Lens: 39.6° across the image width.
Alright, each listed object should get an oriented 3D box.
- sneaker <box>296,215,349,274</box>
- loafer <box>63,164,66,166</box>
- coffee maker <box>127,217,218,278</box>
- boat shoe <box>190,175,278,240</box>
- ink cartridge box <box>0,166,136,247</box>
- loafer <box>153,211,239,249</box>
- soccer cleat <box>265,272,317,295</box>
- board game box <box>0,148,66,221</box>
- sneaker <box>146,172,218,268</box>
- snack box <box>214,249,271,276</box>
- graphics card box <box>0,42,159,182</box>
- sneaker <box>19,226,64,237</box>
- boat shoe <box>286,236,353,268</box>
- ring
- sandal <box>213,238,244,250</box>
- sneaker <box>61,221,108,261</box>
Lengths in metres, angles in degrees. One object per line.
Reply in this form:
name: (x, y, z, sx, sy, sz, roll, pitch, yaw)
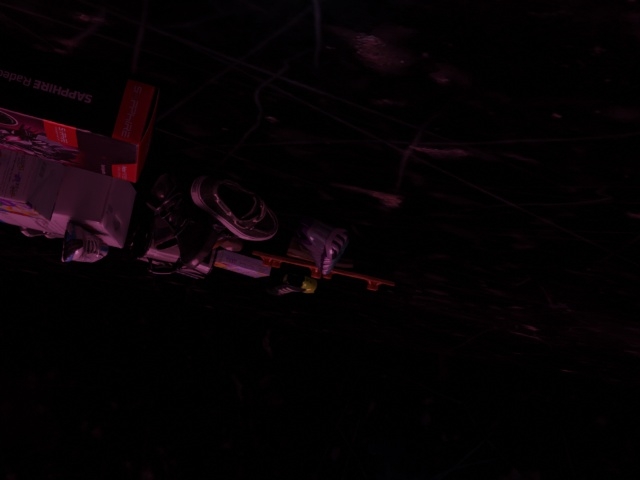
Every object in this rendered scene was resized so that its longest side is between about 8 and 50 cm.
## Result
sneaker: (0.000, 0.000, 1.775, 0.098, 0.083, 0.223, 32, 164, 5)
loafer: (-0.393, -0.158, 1.425, 0.061, 0.062, 0.170, -15, 180, -11)
coffee maker: (-0.352, 0.015, 2.141, 0.178, 0.120, 0.171, 19, -170, -25)
boat shoe: (-0.138, -0.053, 1.607, 0.070, 0.078, 0.219, 5, 165, 38)
ink cartridge box: (-0.527, -0.095, 1.694, 0.307, 0.129, 0.223, 12, 168, 1)
loafer: (-0.238, -0.021, 1.820, 0.302, 0.095, 0.109, 1, 164, 45)
soccer cleat: (-0.089, 0.115, 2.447, 0.179, 0.060, 0.072, -5, 151, 38)
board game box: (-0.590, -0.141, 1.505, 0.275, 0.144, 0.142, 13, 169, 2)
sneaker: (-0.251, -0.038, 1.585, 0.130, 0.087, 0.227, 38, -161, -26)
snack box: (-0.212, 0.062, 2.349, 0.141, 0.037, 0.100, 17, 169, -24)
graphics card box: (-0.416, -0.188, 1.216, 0.371, 0.094, 0.233, 16, 169, -11)
sneaker: (-0.656, -0.044, 2.243, 0.132, 0.086, 0.229, 6, 178, 7)
boat shoe: (0.004, 0.027, 1.904, 0.152, 0.049, 0.056, 13, 178, -23)
ring: (0.005, 0.073, 2.045, 0.336, 0.032, 0.336, 13, 178, 1)
sandal: (-0.262, -0.001, 2.036, 0.090, 0.060, 0.219, 5, 166, 35)
sneaker: (-0.429, 0.008, 1.629, 0.083, 0.071, 0.191, 8, 177, -15)
